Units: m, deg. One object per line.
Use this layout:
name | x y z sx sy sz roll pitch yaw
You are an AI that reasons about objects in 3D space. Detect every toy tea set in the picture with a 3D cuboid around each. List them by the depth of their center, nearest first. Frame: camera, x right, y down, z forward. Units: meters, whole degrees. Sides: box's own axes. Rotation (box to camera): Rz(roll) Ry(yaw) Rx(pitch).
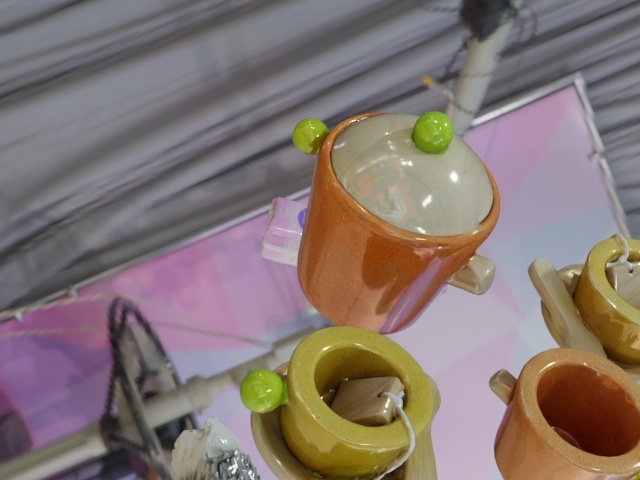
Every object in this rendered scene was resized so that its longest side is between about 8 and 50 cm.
toy tea set | 0.130 0.036 0.572 0.200 0.336 0.124 -93 -161 -44

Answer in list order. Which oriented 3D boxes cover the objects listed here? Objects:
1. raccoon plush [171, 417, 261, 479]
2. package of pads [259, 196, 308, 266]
raccoon plush | 0.054 0.371 1.141 0.299 0.216 0.446 13 52 -42
package of pads | 0.000 0.000 0.828 0.050 0.083 0.032 -78 -176 -56
